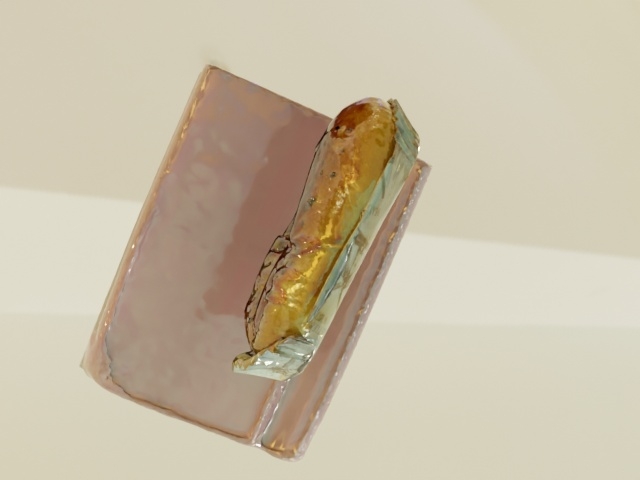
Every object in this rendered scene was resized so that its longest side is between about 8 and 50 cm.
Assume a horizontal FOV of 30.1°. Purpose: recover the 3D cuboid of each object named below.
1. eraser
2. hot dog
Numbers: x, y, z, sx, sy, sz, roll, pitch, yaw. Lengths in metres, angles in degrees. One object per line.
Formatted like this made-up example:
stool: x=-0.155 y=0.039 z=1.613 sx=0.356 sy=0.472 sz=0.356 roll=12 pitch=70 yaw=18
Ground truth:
eraser: x=-0.075 y=0.028 z=1.293 sx=0.272 sy=0.122 sz=0.359 roll=24 pitch=-91 yaw=-12
hot dog: x=0.000 y=0.000 z=1.036 sx=0.082 sy=0.162 sz=0.270 roll=27 pitch=-98 yaw=-2
